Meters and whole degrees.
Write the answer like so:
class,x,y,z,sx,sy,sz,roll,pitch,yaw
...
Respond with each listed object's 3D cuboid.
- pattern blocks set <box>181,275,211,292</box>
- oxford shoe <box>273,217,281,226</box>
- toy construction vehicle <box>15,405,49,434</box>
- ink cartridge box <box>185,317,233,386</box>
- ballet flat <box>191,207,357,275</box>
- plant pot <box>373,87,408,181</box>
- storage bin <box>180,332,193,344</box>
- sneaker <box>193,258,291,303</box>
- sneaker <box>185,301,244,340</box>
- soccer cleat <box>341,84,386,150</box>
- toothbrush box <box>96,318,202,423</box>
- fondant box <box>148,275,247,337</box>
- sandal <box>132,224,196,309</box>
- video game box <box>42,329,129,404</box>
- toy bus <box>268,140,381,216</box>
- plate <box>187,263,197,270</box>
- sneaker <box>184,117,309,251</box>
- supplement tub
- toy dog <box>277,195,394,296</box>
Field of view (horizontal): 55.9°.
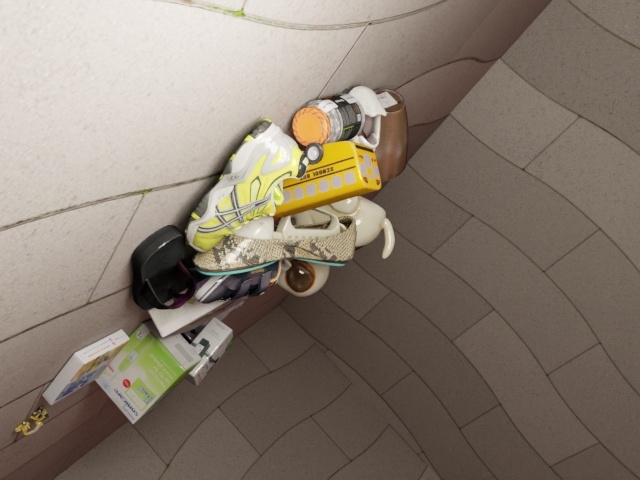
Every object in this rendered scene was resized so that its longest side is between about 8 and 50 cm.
class,x,y,z,sx,sy,sz,roll,pitch,yaw
pattern blocks set,-0.339,0.121,1.993,0.285,0.026,0.325,-31,175,14
oxford shoe,-0.125,-0.113,1.694,0.363,0.130,0.133,-35,-179,9
toy construction vehicle,-0.843,0.536,1.781,0.098,0.035,0.086,-41,172,-19
ink cartridge box,-0.401,0.389,2.099,0.208,0.087,0.153,-51,168,-24
ballet flat,-0.103,-0.020,1.575,0.483,0.164,0.182,-2,112,-35
plant pot,0.177,-0.334,1.817,0.215,0.215,0.230,-40,156,-30
storage bin,-0.511,0.337,2.134,0.098,0.135,0.091,-44,-176,-8
sneaker,-0.197,0.099,1.658,0.321,0.127,0.126,-39,179,-41
sneaker,-0.406,0.276,2.271,0.210,0.137,0.366,-35,166,-34
soccer cleat,0.085,-0.253,1.621,0.116,0.143,0.331,-17,144,-28
toothbrush box,-0.560,0.414,1.954,0.283,0.206,0.122,-45,173,18
fondant box,-0.371,0.199,1.894,0.238,0.096,0.330,-29,176,-2
sandal,-0.385,0.106,1.514,0.167,0.107,0.446,-42,172,-20
video game box,-0.661,0.357,1.707,0.205,0.048,0.187,-47,175,25
toy bus,-0.035,-0.139,1.395,0.332,0.130,0.108,-14,174,30
plate,-0.296,0.057,1.733,0.188,0.024,0.188,-18,-174,2
sneaker,-0.172,-0.084,1.326,0.385,0.147,0.145,-47,-169,38
supplement tub,0.019,-0.285,1.447,0.117,0.117,0.190,-48,172,33
toy dog,0.000,0.000,2.000,0.408,0.395,0.284,-49,-174,-9
